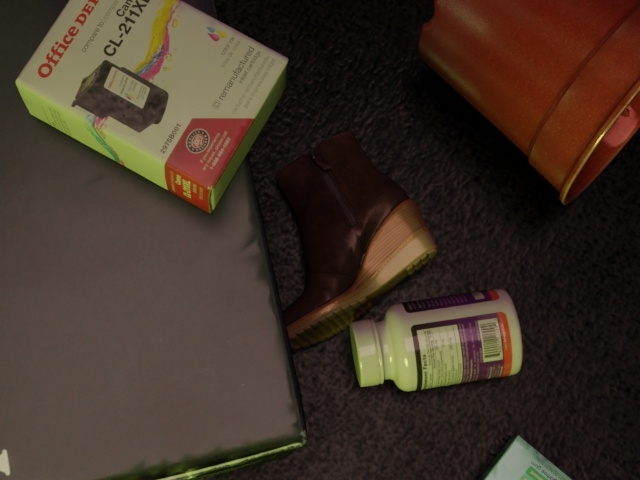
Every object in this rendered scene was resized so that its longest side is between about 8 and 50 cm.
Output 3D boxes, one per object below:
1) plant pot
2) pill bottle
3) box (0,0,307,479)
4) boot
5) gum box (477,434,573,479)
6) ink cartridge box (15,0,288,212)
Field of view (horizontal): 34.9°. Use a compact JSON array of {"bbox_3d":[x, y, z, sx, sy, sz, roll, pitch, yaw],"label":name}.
[{"bbox_3d":[0.282,-0.232,1.252,0.265,0.272,0.272,41,79,15],"label":"plant pot"},{"bbox_3d":[0.137,0.124,1.230,0.193,0.108,0.108,-8,78,-4],"label":"pill bottle"},{"bbox_3d":[-0.209,0.017,1.055,0.297,0.472,0.480,-12,78,-5],"label":"box"},{"bbox_3d":[0.000,0.000,1.281,0.248,0.090,0.207,-35,69,-8],"label":"boot"},{"bbox_3d":[0.239,0.355,1.216,0.157,0.041,0.184,39,78,6],"label":"gum box"},{"bbox_3d":[-0.132,-0.123,0.812,0.175,0.072,0.127,28,77,2],"label":"ink cartridge box"}]
